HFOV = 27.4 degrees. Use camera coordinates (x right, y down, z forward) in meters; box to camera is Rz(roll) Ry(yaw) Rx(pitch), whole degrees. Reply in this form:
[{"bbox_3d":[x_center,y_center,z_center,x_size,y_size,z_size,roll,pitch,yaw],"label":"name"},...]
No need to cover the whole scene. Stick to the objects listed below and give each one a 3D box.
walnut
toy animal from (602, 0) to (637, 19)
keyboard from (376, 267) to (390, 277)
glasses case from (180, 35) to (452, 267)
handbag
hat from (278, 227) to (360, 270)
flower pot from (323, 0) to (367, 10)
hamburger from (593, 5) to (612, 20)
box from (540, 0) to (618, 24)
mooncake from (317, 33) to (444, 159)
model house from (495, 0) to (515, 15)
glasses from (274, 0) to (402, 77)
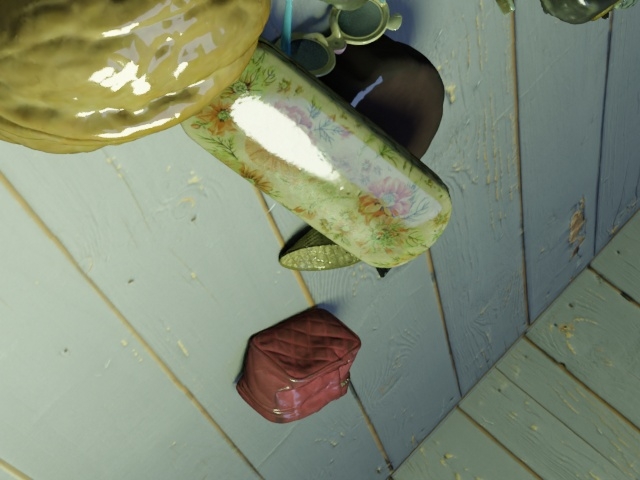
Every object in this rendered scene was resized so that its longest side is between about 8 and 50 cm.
[{"bbox_3d":[-0.204,-0.212,1.206,0.313,0.277,0.252,-31,114,-25],"label":"walnut"},{"bbox_3d":[0.593,-0.525,2.425,0.255,0.090,0.170,-49,161,6],"label":"toy animal"},{"bbox_3d":[0.119,0.018,2.495,0.063,0.010,0.198,-48,158,-8],"label":"keyboard"},{"bbox_3d":[-0.001,-0.108,1.702,0.425,0.098,0.156,35,111,-31],"label":"glasses case"},{"bbox_3d":[-0.038,0.227,2.358,0.225,0.146,0.135,-24,141,-46],"label":"handbag"},{"bbox_3d":[0.000,0.000,2.189,0.146,0.067,0.146,-5,162,-2],"label":"hat"},{"bbox_3d":[0.053,-0.403,1.366,0.302,0.213,0.302,-29,166,-8],"label":"flower pot"},{"bbox_3d":[0.460,-0.453,2.245,0.185,0.131,0.159,-47,167,10],"label":"hamburger"},{"bbox_3d":[0.340,-0.485,1.685,0.350,0.359,0.091,-34,-176,-31],"label":"box"},{"bbox_3d":[0.040,-0.170,1.879,0.283,0.141,0.283,-34,149,-24],"label":"mooncake"},{"bbox_3d":[0.326,-0.465,1.850,0.224,0.215,0.198,-31,-170,-37],"label":"model house"},{"bbox_3d":[0.002,-0.335,1.690,0.189,0.088,0.220,-38,135,-25],"label":"glasses"}]
